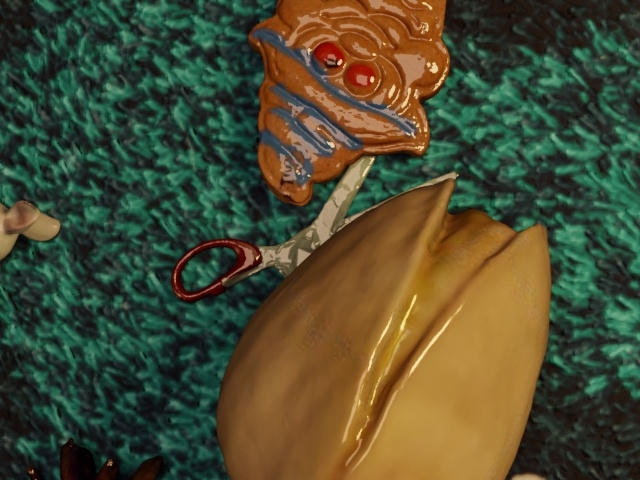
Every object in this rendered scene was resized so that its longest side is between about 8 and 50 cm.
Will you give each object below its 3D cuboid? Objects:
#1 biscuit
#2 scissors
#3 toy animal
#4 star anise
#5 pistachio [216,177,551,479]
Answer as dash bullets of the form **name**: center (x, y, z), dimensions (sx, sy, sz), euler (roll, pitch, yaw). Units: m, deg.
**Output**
- **biscuit**: center (0.031, -0.158, 1.213), dimensions (0.183, 0.043, 0.280), euler (28, 90, 7)
- **scissors**: center (0.000, 0.000, 1.219), dimensions (0.247, 0.017, 0.144), euler (-43, 81, 1)
- **toy animal**: center (-0.298, 0.005, 1.234), dimensions (0.085, 0.071, 0.124), euler (35, 91, 11)
- **star anise**: center (-0.192, 0.244, 1.204), dimensions (0.168, 0.057, 0.168), euler (-1, 84, 10)
- **pistachio**: center (0.054, 0.102, 1.092), dimensions (0.229, 0.238, 0.321), euler (31, 70, 4)
